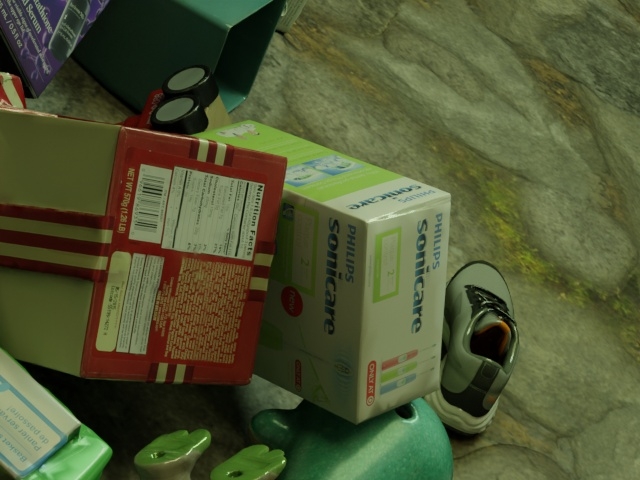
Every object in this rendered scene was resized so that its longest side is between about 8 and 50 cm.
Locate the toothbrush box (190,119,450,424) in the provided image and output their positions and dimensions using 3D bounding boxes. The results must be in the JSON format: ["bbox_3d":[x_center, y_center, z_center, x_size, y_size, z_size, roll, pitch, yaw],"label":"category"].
[{"bbox_3d":[-0.020,0.023,1.806,0.283,0.206,0.122,23,29,40],"label":"toothbrush box"}]

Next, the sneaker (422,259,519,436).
[{"bbox_3d":[0.186,0.104,2.105,0.100,0.108,0.271,26,33,-9],"label":"sneaker"}]

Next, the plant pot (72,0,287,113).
[{"bbox_3d":[-0.192,-0.263,2.200,0.234,0.165,0.166,32,33,11],"label":"plant pot"}]

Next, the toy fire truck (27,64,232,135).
[{"bbox_3d":[-0.229,-0.084,1.988,0.217,0.246,0.158,-77,149,-53],"label":"toy fire truck"}]

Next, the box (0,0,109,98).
[{"bbox_3d":[-0.323,-0.280,2.024,0.108,0.153,0.207,11,55,29],"label":"box"}]

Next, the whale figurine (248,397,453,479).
[{"bbox_3d":[0.025,0.226,1.785,0.216,0.141,0.272,42,35,11],"label":"whale figurine"}]

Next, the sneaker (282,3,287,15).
[{"bbox_3d":[-0.148,-0.297,2.338,0.235,0.153,0.094,-20,19,-14],"label":"sneaker"}]

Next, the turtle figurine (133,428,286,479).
[{"bbox_3d":[-0.045,0.285,1.565,0.275,0.266,0.198,-13,19,-12],"label":"turtle figurine"}]

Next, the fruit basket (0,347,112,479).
[{"bbox_3d":[-0.343,0.215,1.475,0.327,0.165,0.353,42,38,11],"label":"fruit basket"}]

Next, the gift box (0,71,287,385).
[{"bbox_3d":[-0.219,-0.010,1.691,0.258,0.255,0.276,10,-4,41],"label":"gift box"}]

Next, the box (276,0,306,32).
[{"bbox_3d":[-0.142,-0.377,2.423,0.275,0.113,0.094,21,35,-21],"label":"box"}]
